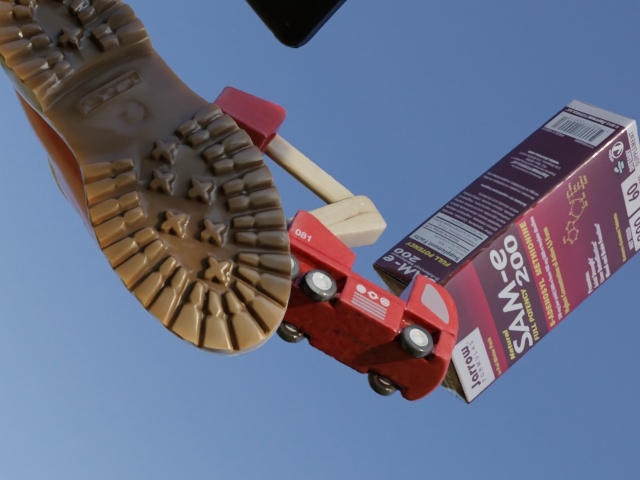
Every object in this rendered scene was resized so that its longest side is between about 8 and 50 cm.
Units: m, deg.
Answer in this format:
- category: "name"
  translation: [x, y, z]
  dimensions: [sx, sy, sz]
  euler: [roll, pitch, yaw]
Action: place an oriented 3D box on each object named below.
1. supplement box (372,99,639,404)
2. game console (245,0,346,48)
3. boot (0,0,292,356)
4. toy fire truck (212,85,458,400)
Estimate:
- category: "supplement box"
  translation: [0.166, 0.006, 1.043]
  dimensions: [0.073, 0.239, 0.130]
  euler: [30, -28, 47]
- category: "game console"
  translation: [0.000, -0.173, 0.671]
  dimensions: [0.107, 0.071, 0.122]
  euler: [-45, -112, 20]
- category: "boot"
  translation: [-0.059, -0.016, 0.440]
  dimensions: [0.158, 0.059, 0.084]
  euler: [56, -18, 25]
- category: "toy fire truck"
  translation: [0.000, 0.000, 0.753]
  dimensions: [0.192, 0.135, 0.047]
  euler: [29, -50, -6]
